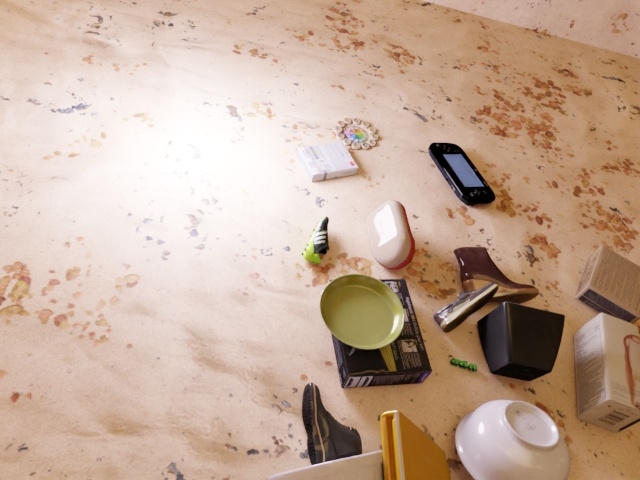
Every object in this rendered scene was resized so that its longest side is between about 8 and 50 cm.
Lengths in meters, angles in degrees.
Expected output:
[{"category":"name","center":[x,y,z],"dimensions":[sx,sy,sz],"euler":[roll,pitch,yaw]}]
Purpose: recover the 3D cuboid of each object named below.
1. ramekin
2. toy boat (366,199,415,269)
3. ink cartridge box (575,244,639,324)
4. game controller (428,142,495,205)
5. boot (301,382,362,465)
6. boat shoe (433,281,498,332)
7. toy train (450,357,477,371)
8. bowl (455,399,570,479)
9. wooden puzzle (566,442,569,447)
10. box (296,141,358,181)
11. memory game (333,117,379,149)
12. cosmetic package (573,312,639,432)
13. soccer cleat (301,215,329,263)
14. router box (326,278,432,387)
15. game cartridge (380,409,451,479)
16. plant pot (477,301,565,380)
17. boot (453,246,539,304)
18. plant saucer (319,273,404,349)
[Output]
[{"category":"ramekin","center":[0.026,0.547,1.202],"dimensions":[0.272,0.273,0.127],"euler":[-5,66,-19]},{"category":"toy boat","center":[0.249,-0.008,1.812],"dimensions":[0.151,0.151,0.231],"euler":[25,42,-35]},{"category":"ink cartridge box","center":[1.000,0.154,1.903],"dimensions":[0.193,0.088,0.235],"euler":[34,50,11]},{"category":"game controller","center":[0.536,-0.258,2.125],"dimensions":[0.166,0.067,0.319],"euler":[-10,56,-23]},{"category":"boot","center":[0.031,0.457,1.402],"dimensions":[0.136,0.077,0.198],"euler":[2,64,-20]},{"category":"boat shoe","center":[0.441,0.188,1.697],"dimensions":[0.223,0.080,0.073],"euler":[-36,58,-10]},{"category":"toy train","center":[0.415,0.359,1.618],"dimensions":[0.083,0.017,0.024],"euler":[18,39,-1]},{"category":"bowl","center":[0.500,0.501,1.393],"dimensions":[0.297,0.134,0.298],"euler":[13,30,-8]},{"category":"wooden puzzle","center":[0.616,0.555,1.517],"dimensions":[0.116,0.014,0.079],"euler":[28,45,8]},{"category":"box","center":[0.024,-0.289,2.024],"dimensions":[0.186,0.038,0.145],"euler":[-14,57,-24]},{"category":"memory game","center":[0.141,-0.420,2.181],"dimensions":[0.186,0.012,0.186],"euler":[8,50,-9]},{"category":"cosmetic package","center":[0.844,0.383,1.632],"dimensions":[0.129,0.153,0.296],"euler":[20,51,-1]},{"category":"soccer cleat","center":[0.000,0.000,1.774],"dimensions":[0.072,0.060,0.179],"euler":[28,56,-5]},{"category":"router box","center":[0.155,0.255,1.587],"dimensions":[0.242,0.081,0.309],"euler":[1,52,-15]},{"category":"game cartridge","center":[0.227,0.568,1.233],"dimensions":[0.052,0.324,0.285],"euler":[-19,47,21]},{"category":"plant pot","center":[0.575,0.303,1.613],"dimensions":[0.187,0.188,0.167],"euler":[13,62,-5]},{"category":"boot","center":[0.571,0.105,1.818],"dimensions":[0.248,0.090,0.207],"euler":[-1,55,-11]},{"category":"plant saucer","center":[0.111,0.200,1.541],"dimensions":[0.240,0.037,0.241],"euler":[7,51,-9]}]
